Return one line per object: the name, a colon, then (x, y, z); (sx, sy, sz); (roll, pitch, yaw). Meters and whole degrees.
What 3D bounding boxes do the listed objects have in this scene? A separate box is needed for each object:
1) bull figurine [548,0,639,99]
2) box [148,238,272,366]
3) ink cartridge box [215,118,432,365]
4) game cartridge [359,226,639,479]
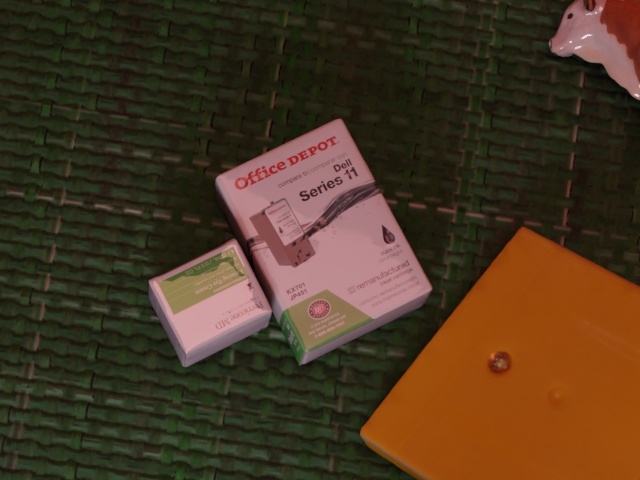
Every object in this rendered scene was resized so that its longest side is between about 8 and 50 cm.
bull figurine: (0.403, -0.186, 1.954); (0.310, 0.101, 0.188); (-3, 82, -2)
box: (-0.113, 0.065, 1.868); (0.101, 0.102, 0.087); (-26, 82, -9)
ink cartridge box: (0.000, 0.000, 1.895); (0.153, 0.087, 0.208); (-27, 79, -9)
game cartridge: (0.241, 0.164, 1.810); (0.324, 0.052, 0.285); (31, 76, 36)
